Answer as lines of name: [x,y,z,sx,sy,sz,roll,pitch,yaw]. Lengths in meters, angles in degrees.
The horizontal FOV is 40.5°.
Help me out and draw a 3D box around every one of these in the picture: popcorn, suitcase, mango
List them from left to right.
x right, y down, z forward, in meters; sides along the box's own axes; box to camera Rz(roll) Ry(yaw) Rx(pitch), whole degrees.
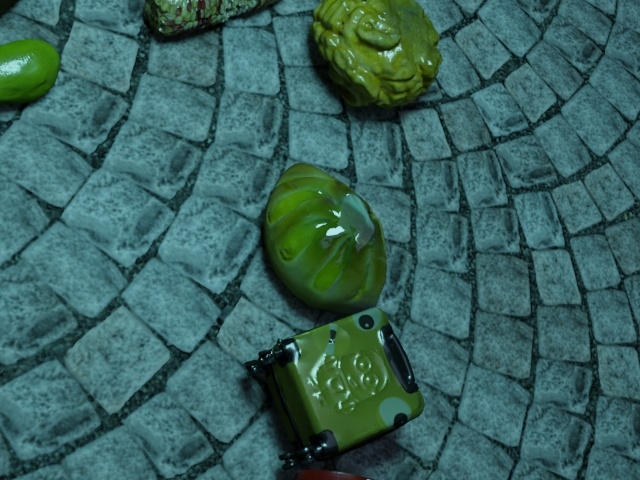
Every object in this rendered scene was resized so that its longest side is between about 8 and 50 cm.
mango: [-0.461,-0.246,1.297,0.165,0.074,0.091,-39,114,-38]
suitcase: [0.022,0.223,1.319,0.235,0.143,0.194,-17,78,-29]
popcorn: [0.102,-0.346,1.559,0.250,0.190,0.250,18,53,-25]

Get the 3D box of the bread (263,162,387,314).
bread: [0.004,0.013,1.387,0.261,0.158,0.156,43,62,-2]

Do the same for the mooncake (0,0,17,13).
mooncake: [-0.581,-0.513,1.262,0.394,0.246,0.393,-17,85,-26]

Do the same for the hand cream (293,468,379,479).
hand cream: [0.051,0.422,1.211,0.230,0.230,0.149,21,63,-17]

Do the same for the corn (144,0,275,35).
corn: [-0.170,-0.428,1.507,0.290,0.098,0.098,-24,83,-32]
